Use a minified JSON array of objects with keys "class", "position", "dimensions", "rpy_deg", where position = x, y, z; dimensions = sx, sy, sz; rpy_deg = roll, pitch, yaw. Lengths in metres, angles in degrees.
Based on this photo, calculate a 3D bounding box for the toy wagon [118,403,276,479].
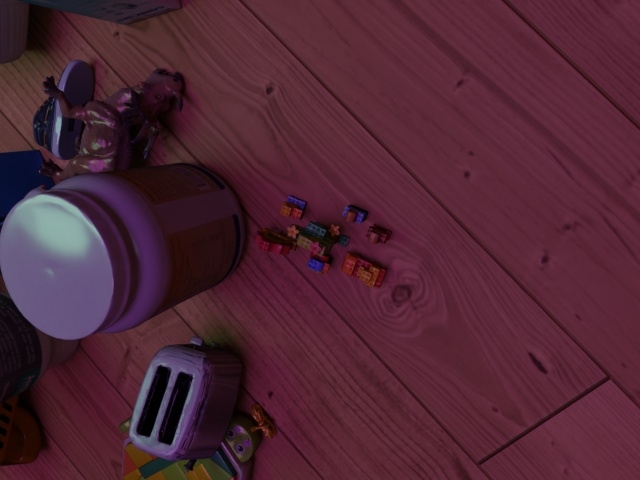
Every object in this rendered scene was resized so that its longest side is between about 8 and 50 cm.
[{"class":"toy wagon","position":[-0.235,0.414,1.039],"dimensions":[0.344,0.068,0.267],"rpy_deg":[-35,88,25]}]

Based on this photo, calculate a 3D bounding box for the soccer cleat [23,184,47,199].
[{"class":"soccer cleat","position":[-0.455,-0.048,0.960],"dimensions":[0.196,0.076,0.068],"rpy_deg":[11,143,29]}]

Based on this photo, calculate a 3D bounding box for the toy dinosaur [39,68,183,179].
[{"class":"toy dinosaur","position":[-0.357,-0.161,0.939],"dimensions":[0.200,0.127,0.296],"rpy_deg":[23,115,9]}]

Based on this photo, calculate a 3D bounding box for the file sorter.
[{"class":"file sorter","position":[-0.606,-0.090,1.025],"dimensions":[0.104,0.170,0.118],"rpy_deg":[-22,93,28]}]

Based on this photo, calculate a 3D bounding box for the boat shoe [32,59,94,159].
[{"class":"boat shoe","position":[-0.475,-0.245,0.994],"dimensions":[0.083,0.065,0.184],"rpy_deg":[26,106,22]}]

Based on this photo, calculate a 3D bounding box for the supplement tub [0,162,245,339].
[{"class":"supplement tub","position":[-0.281,0.005,0.832],"dimensions":[0.228,0.316,0.229],"rpy_deg":[5,103,21]}]

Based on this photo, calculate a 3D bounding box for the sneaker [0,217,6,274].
[{"class":"sneaker","position":[-0.720,-0.064,1.128],"dimensions":[0.131,0.112,0.319],"rpy_deg":[-25,96,52]}]

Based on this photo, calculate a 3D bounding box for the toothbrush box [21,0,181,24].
[{"class":"toothbrush box","position":[-0.351,-0.450,0.773],"dimensions":[0.126,0.295,0.217],"rpy_deg":[-5,99,22]}]

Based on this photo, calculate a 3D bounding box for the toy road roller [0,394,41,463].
[{"class":"toy road roller","position":[-0.740,0.374,1.191],"dimensions":[0.202,0.240,0.330],"rpy_deg":[-14,59,24]}]

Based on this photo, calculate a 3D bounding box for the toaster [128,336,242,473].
[{"class":"toaster","position":[-0.229,0.279,0.924],"dimensions":[0.129,0.146,0.227],"rpy_deg":[13,77,18]}]

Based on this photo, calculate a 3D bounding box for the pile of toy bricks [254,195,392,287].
[{"class":"pile of toy bricks","position":[0.000,0.000,0.834],"dimensions":[0.212,0.105,0.118],"rpy_deg":[24,109,15]}]

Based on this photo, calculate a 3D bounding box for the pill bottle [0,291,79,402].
[{"class":"pill bottle","position":[-0.639,0.212,0.996],"dimensions":[0.204,0.361,0.204],"rpy_deg":[5,103,21]}]

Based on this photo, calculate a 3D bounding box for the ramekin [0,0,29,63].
[{"class":"ramekin","position":[-0.637,-0.382,0.928],"dimensions":[0.272,0.273,0.127],"rpy_deg":[18,119,17]}]
